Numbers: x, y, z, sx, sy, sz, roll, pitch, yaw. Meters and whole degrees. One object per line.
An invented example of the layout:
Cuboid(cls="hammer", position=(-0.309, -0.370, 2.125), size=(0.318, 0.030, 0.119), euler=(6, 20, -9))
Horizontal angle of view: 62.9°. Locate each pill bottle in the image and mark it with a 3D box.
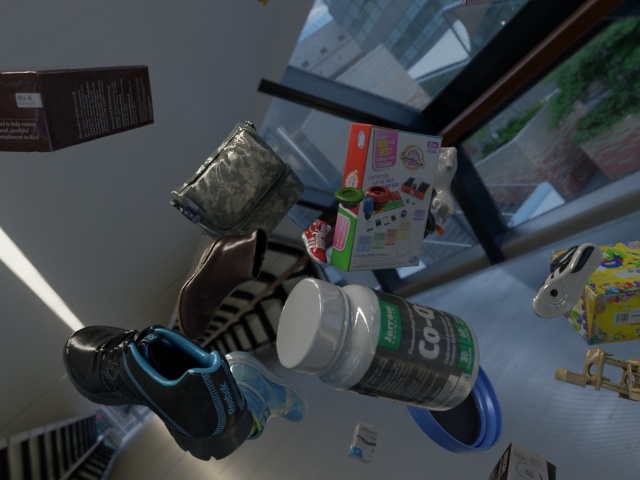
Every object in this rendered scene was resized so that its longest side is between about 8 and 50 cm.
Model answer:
Cuboid(cls="pill bottle", position=(0.111, 0.203, 1.021), size=(0.204, 0.361, 0.204), euler=(-44, 36, 45))

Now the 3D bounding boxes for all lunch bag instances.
Cuboid(cls="lunch bag", position=(-0.233, -0.140, 1.438), size=(0.305, 0.256, 0.212), euler=(-51, 41, -12))

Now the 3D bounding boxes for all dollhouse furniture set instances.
Cuboid(cls="dollhouse furniture set", position=(0.667, 0.297, 1.183), size=(0.161, 0.182, 0.101), euler=(145, 141, -77))

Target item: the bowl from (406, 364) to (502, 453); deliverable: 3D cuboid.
Cuboid(cls="bowl", position=(0.396, 0.468, 1.621), size=(0.077, 0.391, 0.391), euler=(-47, -1, 34))

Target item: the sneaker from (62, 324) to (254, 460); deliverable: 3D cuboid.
Cuboid(cls="sneaker", position=(-0.235, 0.164, 0.718), size=(0.341, 0.140, 0.125), euler=(12, 35, 29))

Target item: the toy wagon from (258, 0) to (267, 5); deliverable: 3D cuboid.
Cuboid(cls="toy wagon", position=(-0.047, -0.638, 1.042), size=(0.344, 0.068, 0.267), euler=(-58, 10, 0))

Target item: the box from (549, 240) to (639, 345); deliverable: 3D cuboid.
Cuboid(cls="box", position=(0.896, 0.150, 1.586), size=(0.290, 0.177, 0.279), euler=(-7, 26, 0))

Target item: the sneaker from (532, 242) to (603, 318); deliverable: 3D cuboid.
Cuboid(cls="sneaker", position=(0.570, 0.104, 1.244), size=(0.217, 0.079, 0.121), euler=(-46, -6, -7))

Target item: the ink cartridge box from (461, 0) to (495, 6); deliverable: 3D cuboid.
Cuboid(cls="ink cartridge box", position=(0.404, -0.666, 1.278), size=(0.185, 0.065, 0.311), euler=(-9, 41, 2))

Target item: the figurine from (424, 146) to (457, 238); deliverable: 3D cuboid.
Cuboid(cls="figurine", position=(0.323, -0.131, 1.486), size=(0.215, 0.092, 0.209), euler=(125, 146, -68))

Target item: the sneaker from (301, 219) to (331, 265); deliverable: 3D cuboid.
Cuboid(cls="sneaker", position=(0.000, 0.000, 1.173), size=(0.067, 0.042, 0.118), euler=(-50, 42, 20))

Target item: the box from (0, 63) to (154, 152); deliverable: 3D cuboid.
Cuboid(cls="box", position=(-0.501, -0.272, 1.026), size=(0.191, 0.143, 0.381), euler=(3, 19, 10))

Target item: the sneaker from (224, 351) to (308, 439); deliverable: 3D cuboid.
Cuboid(cls="sneaker", position=(-0.151, 0.453, 1.366), size=(0.127, 0.319, 0.208), euler=(-33, 34, 23))

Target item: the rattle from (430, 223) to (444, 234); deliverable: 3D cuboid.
Cuboid(cls="rattle", position=(0.350, -0.104, 1.886), size=(0.130, 0.199, 0.143), euler=(112, 162, -63))

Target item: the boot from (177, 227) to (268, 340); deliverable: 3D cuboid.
Cuboid(cls="boot", position=(-0.217, 0.095, 1.157), size=(0.207, 0.090, 0.248), euler=(-14, 56, 44))

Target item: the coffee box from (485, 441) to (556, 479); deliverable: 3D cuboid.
Cuboid(cls="coffee box", position=(0.437, 0.623, 1.179), size=(0.297, 0.119, 0.168), euler=(-30, -36, -62))

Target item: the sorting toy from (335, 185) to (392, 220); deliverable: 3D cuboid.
Cuboid(cls="sorting toy", position=(0.076, -0.064, 0.909), size=(0.102, 0.042, 0.061), euler=(-6, 34, -11))

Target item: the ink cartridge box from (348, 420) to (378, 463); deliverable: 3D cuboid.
Cuboid(cls="ink cartridge box", position=(0.097, 0.439, 1.149), size=(0.028, 0.048, 0.083), euler=(121, 172, -52))

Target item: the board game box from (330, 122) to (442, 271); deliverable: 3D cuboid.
Cuboid(cls="board game box", position=(0.153, -0.093, 1.194), size=(0.242, 0.316, 0.064), euler=(-1, 15, -40))
